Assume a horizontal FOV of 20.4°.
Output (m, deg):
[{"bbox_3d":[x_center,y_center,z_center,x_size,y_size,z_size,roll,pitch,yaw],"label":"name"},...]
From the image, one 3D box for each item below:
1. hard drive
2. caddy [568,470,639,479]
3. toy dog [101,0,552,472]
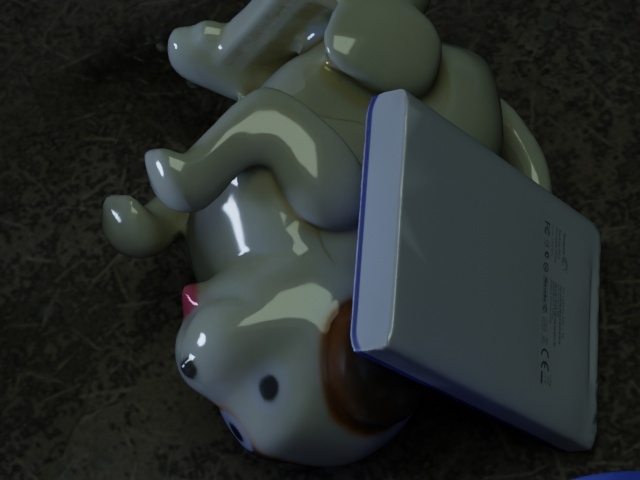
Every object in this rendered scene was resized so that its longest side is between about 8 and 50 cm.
[{"bbox_3d":[0.137,0.034,1.454,0.040,0.319,0.210,-10,65,35],"label":"hard drive"},{"bbox_3d":[0.299,0.308,1.333,0.341,0.241,0.179,5,55,9],"label":"caddy"},{"bbox_3d":[0.000,0.000,1.543,0.395,0.284,0.408,28,57,-27],"label":"toy dog"}]
